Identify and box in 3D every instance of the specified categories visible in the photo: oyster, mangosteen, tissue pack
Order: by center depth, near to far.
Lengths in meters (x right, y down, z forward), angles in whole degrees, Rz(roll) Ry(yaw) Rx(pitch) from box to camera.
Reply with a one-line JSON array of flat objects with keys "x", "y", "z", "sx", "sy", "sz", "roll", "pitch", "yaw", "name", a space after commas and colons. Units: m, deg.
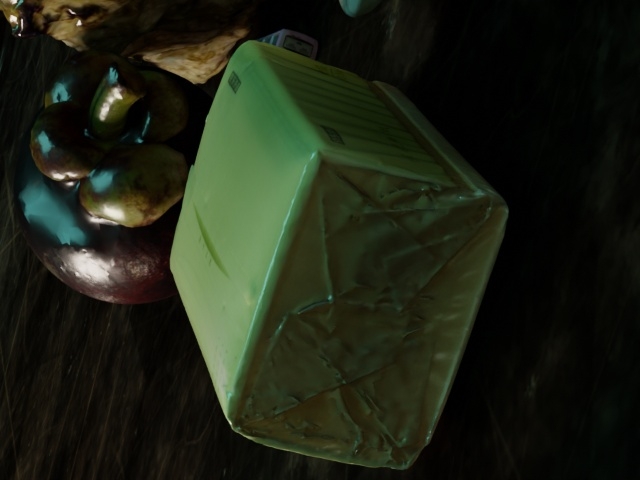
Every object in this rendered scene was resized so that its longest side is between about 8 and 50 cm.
[{"x": 0.000, "y": 0.000, "z": 1.013, "sx": 0.234, "sy": 0.125, "sz": 0.159, "roll": -119, "pitch": 46, "yaw": -67, "name": "tissue pack"}, {"x": -0.154, "y": -0.056, "z": 1.420, "sx": 0.230, "sy": 0.194, "sz": 0.194, "roll": 75, "pitch": -160, "yaw": -65, "name": "mangosteen"}, {"x": -0.128, "y": -0.194, "z": 1.478, "sx": 0.396, "sy": 0.204, "sz": 0.111, "roll": 8, "pitch": -106, "yaw": -67, "name": "oyster"}]

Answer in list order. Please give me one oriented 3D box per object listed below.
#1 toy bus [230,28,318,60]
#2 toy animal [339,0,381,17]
[{"x": -0.040, "y": -0.132, "z": 1.399, "sx": 0.131, "sy": 0.037, "sz": 0.052, "roll": 178, "pitch": 107, "yaw": -72, "name": "toy bus"}, {"x": 0.025, "y": -0.285, "z": 1.140, "sx": 0.208, "sy": 0.154, "sz": 0.325, "roll": -48, "pitch": 47, "yaw": 16, "name": "toy animal"}]
